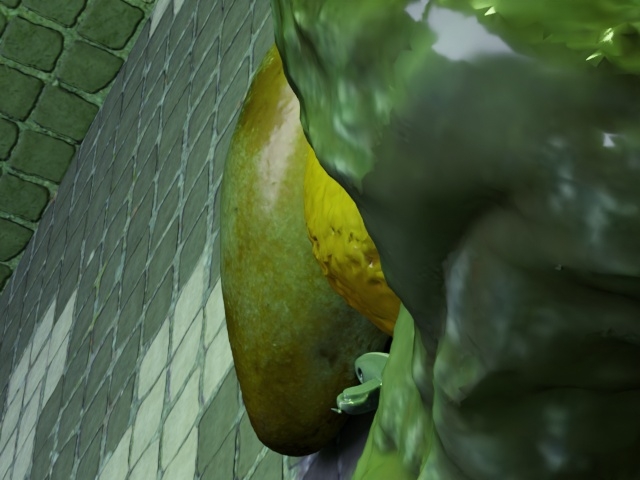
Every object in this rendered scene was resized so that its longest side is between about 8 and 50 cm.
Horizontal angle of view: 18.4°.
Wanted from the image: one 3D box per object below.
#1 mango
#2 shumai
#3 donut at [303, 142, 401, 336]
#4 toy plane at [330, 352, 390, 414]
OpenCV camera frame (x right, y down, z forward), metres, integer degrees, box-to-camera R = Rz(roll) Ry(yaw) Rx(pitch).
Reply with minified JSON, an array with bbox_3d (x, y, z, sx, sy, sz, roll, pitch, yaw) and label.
[{"bbox_3d":[0.000,0.000,1.315,0.193,0.146,0.316,-53,-24,-73],"label":"mango"},{"bbox_3d":[0.114,0.029,0.688,0.397,0.324,0.323,-99,21,-69],"label":"shumai"},{"bbox_3d":[0.119,-0.138,1.083,0.435,0.163,0.377,-66,15,10],"label":"donut"},{"bbox_3d":[0.081,0.093,0.929,0.226,0.058,0.226,17,121,44],"label":"toy plane"}]
